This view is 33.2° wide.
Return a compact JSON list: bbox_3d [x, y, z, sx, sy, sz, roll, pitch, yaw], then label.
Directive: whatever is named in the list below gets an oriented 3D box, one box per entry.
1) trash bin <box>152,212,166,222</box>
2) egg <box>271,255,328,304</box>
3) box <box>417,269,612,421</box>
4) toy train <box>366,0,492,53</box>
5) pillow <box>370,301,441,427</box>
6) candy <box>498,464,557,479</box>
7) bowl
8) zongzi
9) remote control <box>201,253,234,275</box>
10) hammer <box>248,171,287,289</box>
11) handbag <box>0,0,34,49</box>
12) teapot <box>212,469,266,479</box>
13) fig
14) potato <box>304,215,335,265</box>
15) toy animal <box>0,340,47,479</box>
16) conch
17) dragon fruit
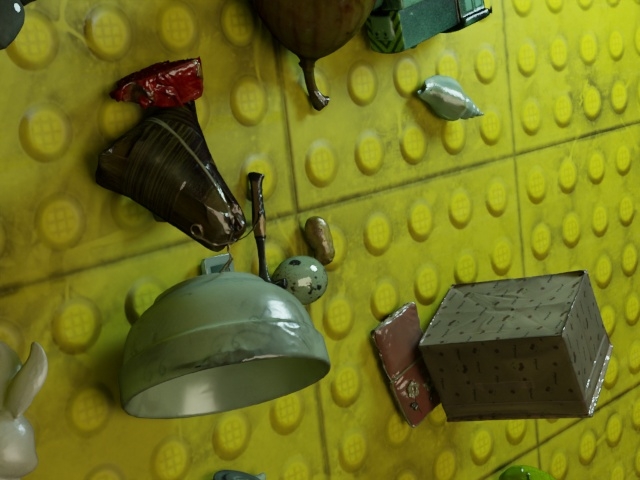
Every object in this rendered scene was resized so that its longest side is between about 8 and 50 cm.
[{"bbox_3d":[-0.220,-0.073,1.653,0.092,0.043,0.060,-33,116,-35],"label":"trash bin"},{"bbox_3d":[-0.037,0.068,1.815,0.110,0.085,0.085,-9,99,-40],"label":"egg"},{"bbox_3d":[0.376,0.202,2.058,0.225,0.297,0.190,-53,128,-50],"label":"box"},{"bbox_3d":[0.192,-0.454,1.983,0.330,0.139,0.178,-32,119,-39],"label":"toy train"},{"bbox_3d":[0.171,0.239,2.069,0.126,0.043,0.232,-40,118,-36],"label":"pillow"},{"bbox_3d":[0.471,0.545,2.359,0.209,0.097,0.096,20,78,-48],"label":"candy"},{"bbox_3d":[-0.149,0.152,1.581,0.307,0.307,0.163,11,57,-45],"label":"bowl"},{"bbox_3d":[-0.168,-0.113,1.585,0.241,0.248,0.111,-51,171,-36],"label":"zongzi"},{"bbox_3d":[-0.160,0.105,1.733,0.061,0.029,0.162,-12,97,-46],"label":"remote control"},{"bbox_3d":[-0.103,-0.013,1.769,0.021,0.078,0.200,13,71,-77],"label":"hammer"},{"bbox_3d":[-0.482,-0.301,1.322,0.269,0.118,0.325,19,81,-45],"label":"handbag"},{"bbox_3d":[-0.127,0.429,1.747,0.124,0.092,0.090,9,103,-39],"label":"teapot"},{"bbox_3d":[-0.012,-0.351,1.769,0.217,0.217,0.320,-33,138,-39],"label":"fig"},{"bbox_3d":[0.000,0.000,1.878,0.045,0.046,0.092,-20,101,1],"label":"potato"},{"bbox_3d":[-0.413,0.249,1.430,0.131,0.104,0.220,41,65,-38],"label":"toy animal"},{"bbox_3d":[0.260,-0.280,2.109,0.180,0.065,0.088,18,81,-36],"label":"conch"},{"bbox_3d":[-0.239,-0.219,1.583,0.131,0.097,0.063,-35,118,-39],"label":"dragon fruit"}]
